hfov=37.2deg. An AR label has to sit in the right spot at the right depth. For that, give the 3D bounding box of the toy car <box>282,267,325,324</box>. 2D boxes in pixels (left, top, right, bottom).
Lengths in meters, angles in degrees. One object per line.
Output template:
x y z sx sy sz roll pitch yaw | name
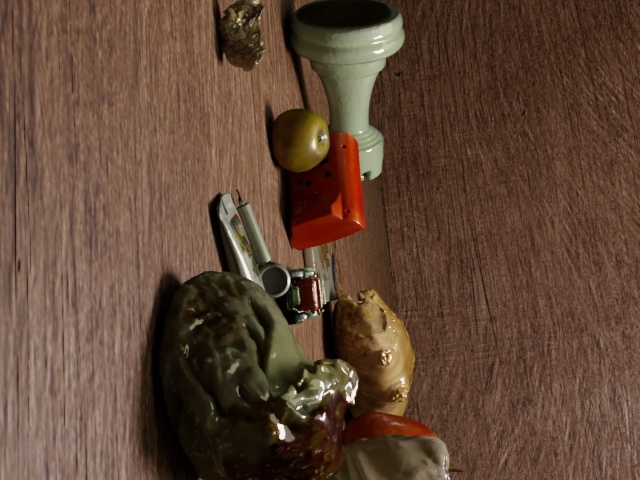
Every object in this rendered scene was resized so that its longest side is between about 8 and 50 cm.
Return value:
-0.021 0.071 1.257 0.143 0.054 0.073 10 73 -80 | toy car

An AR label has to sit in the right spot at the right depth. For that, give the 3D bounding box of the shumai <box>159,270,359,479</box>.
-0.043 0.109 0.766 0.184 0.142 0.184 -4 90 -82 | shumai

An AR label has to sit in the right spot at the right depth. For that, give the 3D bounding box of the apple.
-0.030 -0.139 1.322 0.089 0.074 0.089 -7 98 -62 | apple

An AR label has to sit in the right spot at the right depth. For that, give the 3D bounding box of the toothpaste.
-0.070 0.075 0.994 0.067 0.037 0.255 -76 153 -72 | toothpaste

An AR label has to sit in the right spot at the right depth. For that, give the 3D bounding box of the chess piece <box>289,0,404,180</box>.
0.049 -0.254 1.655 0.194 0.195 0.299 -84 172 -59 | chess piece

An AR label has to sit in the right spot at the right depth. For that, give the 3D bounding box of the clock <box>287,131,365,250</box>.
0.000 -0.076 1.363 0.061 0.113 0.155 38 41 -48 | clock

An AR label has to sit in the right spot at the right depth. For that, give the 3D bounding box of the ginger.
0.070 0.240 1.671 0.236 0.166 0.375 47 -40 31 | ginger

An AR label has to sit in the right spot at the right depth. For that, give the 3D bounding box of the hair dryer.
-0.072 0.003 1.046 0.063 0.038 0.124 -176 -116 -80 | hair dryer

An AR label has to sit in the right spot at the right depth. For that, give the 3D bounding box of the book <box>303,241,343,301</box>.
0.000 0.000 1.594 0.295 0.020 0.207 11 72 -81 | book

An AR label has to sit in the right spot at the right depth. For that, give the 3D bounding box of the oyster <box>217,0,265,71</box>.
-0.085 -0.238 1.068 0.038 0.080 0.083 35 9 -49 | oyster

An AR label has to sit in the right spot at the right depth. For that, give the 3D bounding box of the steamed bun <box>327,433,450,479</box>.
0.055 0.342 1.159 0.144 0.218 0.211 12 74 -35 | steamed bun

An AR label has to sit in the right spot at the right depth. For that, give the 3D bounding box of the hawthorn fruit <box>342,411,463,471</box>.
0.124 0.355 1.486 0.179 0.200 0.179 -9 90 -76 | hawthorn fruit
